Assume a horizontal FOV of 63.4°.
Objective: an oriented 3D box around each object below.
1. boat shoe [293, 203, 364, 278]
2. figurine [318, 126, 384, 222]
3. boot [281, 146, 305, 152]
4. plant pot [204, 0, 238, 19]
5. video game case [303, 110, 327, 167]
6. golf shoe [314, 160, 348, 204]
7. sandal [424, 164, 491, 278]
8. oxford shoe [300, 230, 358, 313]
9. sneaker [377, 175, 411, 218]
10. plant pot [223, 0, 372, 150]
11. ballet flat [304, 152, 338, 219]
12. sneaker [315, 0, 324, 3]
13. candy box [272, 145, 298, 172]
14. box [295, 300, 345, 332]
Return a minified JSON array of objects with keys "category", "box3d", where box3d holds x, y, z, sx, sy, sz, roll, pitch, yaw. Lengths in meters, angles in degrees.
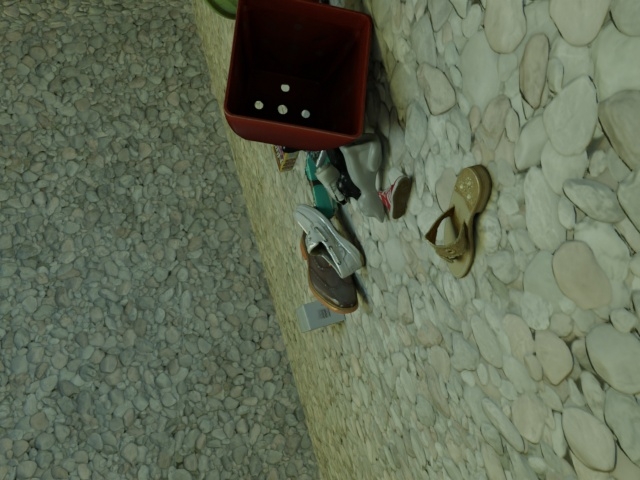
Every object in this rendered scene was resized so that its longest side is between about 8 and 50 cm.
[{"category":"boat shoe","box3d":[0.000,0.000,1.467,0.277,0.096,0.098,42,159,30]},{"category":"figurine","box3d":[0.086,-0.160,1.224,0.215,0.092,0.209,-127,19,-55]},{"category":"boot","box3d":[-0.050,-0.277,1.523,0.099,0.121,0.045,-122,20,-65]},{"category":"plant pot","box3d":[-0.085,-0.591,1.051,0.254,0.276,0.276,18,128,31]},{"category":"video game case","box3d":[-0.001,-0.316,1.369,0.173,0.022,0.190,60,137,46]},{"category":"golf shoe","box3d":[0.041,-0.149,1.366,0.086,0.069,0.176,59,-174,20]},{"category":"sandal","box3d":[0.213,-0.021,0.874,0.240,0.079,0.088,92,158,-45]},{"category":"oxford shoe","box3d":[0.021,0.061,1.556,0.132,0.130,0.363,99,153,-42]},{"category":"sneaker","box3d":[0.153,-0.105,1.086,0.118,0.042,0.067,92,155,-51]},{"category":"plant pot","box3d":[-0.063,-0.325,1.102,0.236,0.267,0.267,148,128,-74]},{"category":"ballet flat","box3d":[0.003,-0.177,1.499,0.077,0.091,0.240,-74,-19,-70]},{"category":"sneaker","box3d":[-0.017,-0.549,1.263,0.092,0.088,0.225,-81,-18,-68]},{"category":"candy box","box3d":[-0.127,-0.331,1.872,0.186,0.053,0.109,126,128,-72]},{"category":"box","box3d":[-0.004,0.258,1.804,0.170,0.130,0.091,134,120,-72]}]
